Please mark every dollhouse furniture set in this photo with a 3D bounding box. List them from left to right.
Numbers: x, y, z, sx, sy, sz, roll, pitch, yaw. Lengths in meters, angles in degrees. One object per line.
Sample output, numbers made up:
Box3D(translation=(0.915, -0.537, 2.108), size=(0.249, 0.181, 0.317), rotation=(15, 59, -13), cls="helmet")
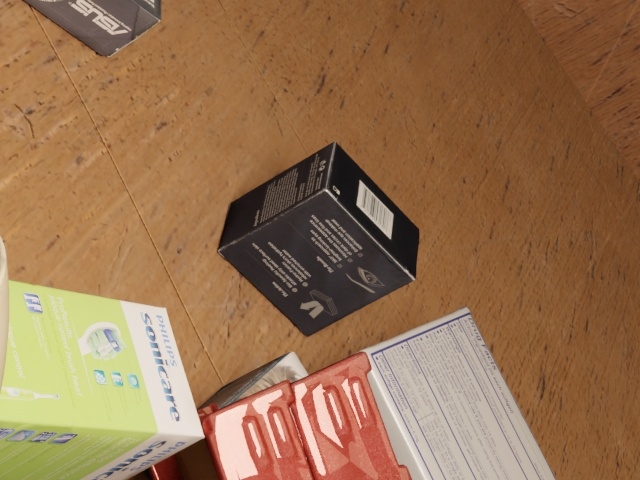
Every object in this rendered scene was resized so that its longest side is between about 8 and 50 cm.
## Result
Box3D(translation=(-0.004, 0.301, 1.433), size=(0.152, 0.201, 0.374), rotation=(-17, 88, -24), cls="dollhouse furniture set")

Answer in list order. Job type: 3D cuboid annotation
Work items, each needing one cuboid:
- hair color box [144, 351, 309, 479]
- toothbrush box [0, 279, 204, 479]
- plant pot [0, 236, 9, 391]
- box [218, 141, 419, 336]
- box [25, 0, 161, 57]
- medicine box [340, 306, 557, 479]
Box3D(translation=(-0.008, 0.299, 1.635), size=(0.347, 0.105, 0.174), rotation=(58, 31, -4), cls="hair color box")
Box3D(translation=(-0.262, 0.128, 1.278), size=(0.283, 0.206, 0.122), rotation=(15, 50, -53), cls="toothbrush box")
Box3D(translation=(-0.309, 0.110, 0.983), size=(0.284, 0.284, 0.191), rotation=(-60, 150, -59), cls="plant pot")
Box3D(translation=(0.000, 0.000, 1.886), size=(0.156, 0.158, 0.093), rotation=(45, 32, -27), cls="box")
Box3D(translation=(-0.332, -0.420, 1.809), size=(0.395, 0.097, 0.318), rotation=(34, 35, -40), cls="box")
Box3D(translation=(0.111, 0.238, 1.853), size=(0.289, 0.149, 0.263), rotation=(-15, 77, -62), cls="medicine box")
